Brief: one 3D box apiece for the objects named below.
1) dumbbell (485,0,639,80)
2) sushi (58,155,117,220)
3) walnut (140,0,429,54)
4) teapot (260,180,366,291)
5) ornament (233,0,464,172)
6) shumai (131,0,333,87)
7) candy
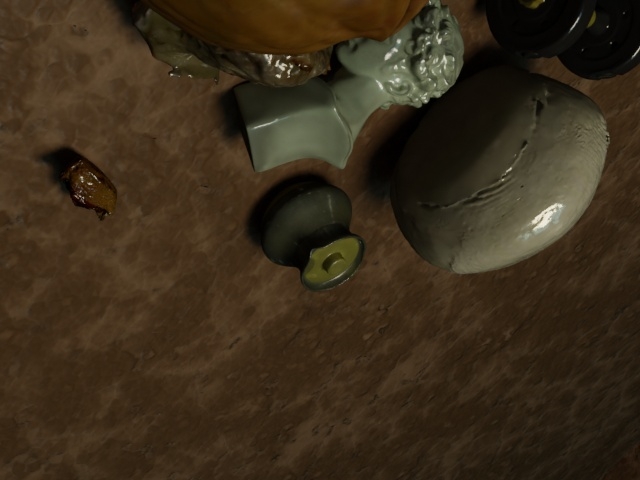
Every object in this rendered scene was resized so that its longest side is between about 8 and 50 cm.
[{"bbox_3d":[0.306,-0.278,1.258,0.325,0.143,0.143,5,128,-45],"label":"dumbbell"},{"bbox_3d":[-0.250,-0.057,1.107,0.047,0.050,0.099,-42,140,-2],"label":"sushi"},{"bbox_3d":[-0.028,-0.325,0.731,0.354,0.308,0.398,-31,110,-3],"label":"walnut"},{"bbox_3d":[0.000,0.000,1.336,0.130,0.119,0.165,-42,146,8],"label":"teapot"},{"bbox_3d":[0.037,-0.167,1.173,0.285,0.120,0.130,-34,148,-2],"label":"ornament"},{"bbox_3d":[-0.094,-0.212,0.968,0.175,0.206,0.166,-29,169,27],"label":"shumai"},{"bbox_3d":[0.230,-0.079,1.313,0.295,0.295,0.185,-45,130,12],"label":"candy"}]
